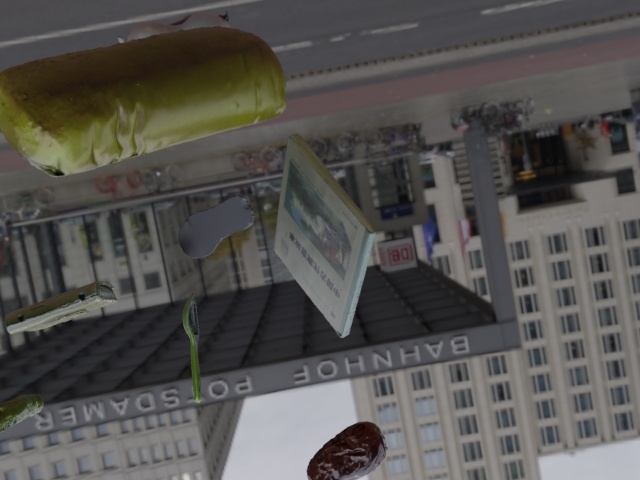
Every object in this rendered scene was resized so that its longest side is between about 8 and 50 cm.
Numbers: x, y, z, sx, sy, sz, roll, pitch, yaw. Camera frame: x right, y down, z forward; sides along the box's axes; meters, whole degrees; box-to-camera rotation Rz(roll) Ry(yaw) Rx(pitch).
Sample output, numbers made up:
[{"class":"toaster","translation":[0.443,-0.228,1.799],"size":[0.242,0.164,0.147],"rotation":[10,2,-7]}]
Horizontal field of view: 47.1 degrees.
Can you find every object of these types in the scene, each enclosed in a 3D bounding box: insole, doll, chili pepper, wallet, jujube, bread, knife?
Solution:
[{"class":"insole","translation":[-0.151,-0.018,1.035],"size":[0.188,0.064,0.004],"rotation":[-24,-176,46]},{"class":"doll","translation":[-0.230,-0.312,1.202],"size":[0.181,0.106,0.110],"rotation":[-16,-160,-15]},{"class":"chili pepper","translation":[-0.542,0.300,1.260],"size":[0.050,0.051,0.202],"rotation":[17,-175,11]},{"class":"wallet","translation":[-0.419,0.108,1.197],"size":[0.155,0.039,0.110],"rotation":[-20,173,0]},{"class":"jujube","translation":[0.039,0.321,1.076],"size":[0.129,0.077,0.077],"rotation":[-34,-171,-11]},{"class":"bread","translation":[-0.208,-0.194,0.915],"size":[0.384,0.166,0.112],"rotation":[-24,147,-39]},{"class":"knife","translation":[-0.213,0.180,1.224],"size":[0.026,0.184,0.022],"rotation":[-5,180,-11]}]

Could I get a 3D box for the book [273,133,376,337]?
[{"class":"book","translation":[0.000,0.000,1.117],"size":[0.025,0.215,0.282],"rotation":[-24,149,-24]}]
